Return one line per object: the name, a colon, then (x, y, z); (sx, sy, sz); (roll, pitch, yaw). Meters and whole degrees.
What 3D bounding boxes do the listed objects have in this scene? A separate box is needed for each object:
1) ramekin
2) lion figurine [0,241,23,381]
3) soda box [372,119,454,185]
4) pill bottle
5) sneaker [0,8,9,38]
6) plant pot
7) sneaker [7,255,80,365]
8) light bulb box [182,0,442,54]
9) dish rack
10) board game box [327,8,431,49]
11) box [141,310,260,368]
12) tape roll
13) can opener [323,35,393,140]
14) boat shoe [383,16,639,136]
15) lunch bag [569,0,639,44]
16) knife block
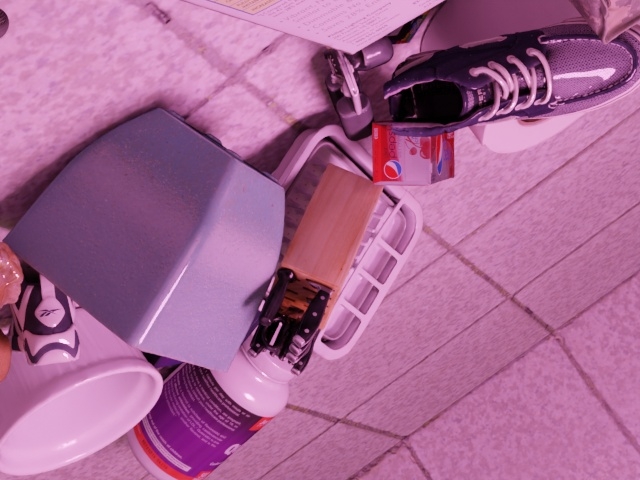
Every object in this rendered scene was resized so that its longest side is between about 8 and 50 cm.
ramekin: (-0.391, 0.224, 1.952); (0.277, 0.135, 0.277); (-28, 157, -13)
lion figurine: (-0.473, 0.121, 1.646); (0.240, 0.142, 0.392); (-22, 161, -10)
soda box: (0.137, -0.129, 1.854); (0.083, 0.092, 0.263); (0, -175, 13)
pill bottle: (-0.182, 0.280, 2.266); (0.323, 0.181, 0.181); (-43, 155, 22)
sneaker: (-0.346, -0.234, 1.214); (0.076, 0.065, 0.166); (-45, 156, 17)
plant pot: (-0.190, -0.017, 1.623); (0.252, 0.248, 0.247); (-57, 154, 3)
sneaker: (-0.381, 0.077, 1.745); (0.094, 0.153, 0.235); (-5, -174, -13)
light bulb box: (0.035, -0.365, 1.133); (0.358, 0.225, 0.361); (-27, 162, 30)
dish rack: (0.000, 0.000, 1.917); (0.285, 0.072, 0.333); (-58, 140, -7)
board game box: (0.088, -0.317, 1.615); (0.141, 0.048, 0.170); (-11, 149, -37)
box: (-0.158, 0.076, 2.006); (0.184, 0.103, 0.261); (-10, 148, -47)
tape roll: (0.287, -0.264, 1.816); (0.246, 0.169, 0.246); (-27, 156, -13)
can opener: (0.059, -0.200, 1.689); (0.095, 0.076, 0.283); (-22, 171, 2)
boat shoe: (0.240, -0.192, 1.607); (0.341, 0.127, 0.158); (-9, -163, 22)
lunch bag: (0.394, -0.422, 1.561); (0.287, 0.235, 0.169); (-33, 151, 1)
knife block: (-0.006, 0.036, 1.710); (0.242, 0.088, 0.275); (-55, 169, -88)
